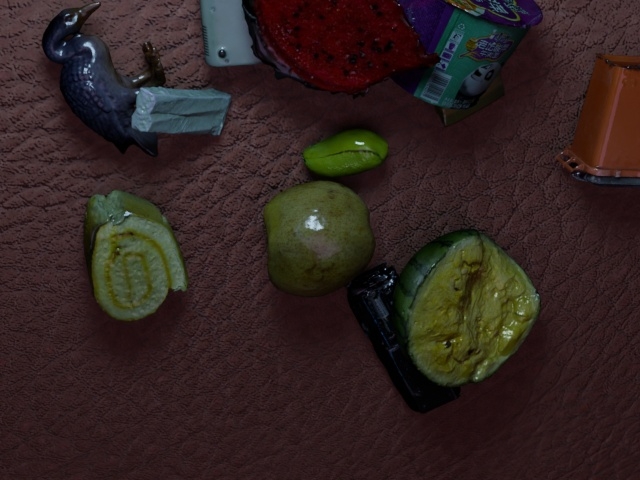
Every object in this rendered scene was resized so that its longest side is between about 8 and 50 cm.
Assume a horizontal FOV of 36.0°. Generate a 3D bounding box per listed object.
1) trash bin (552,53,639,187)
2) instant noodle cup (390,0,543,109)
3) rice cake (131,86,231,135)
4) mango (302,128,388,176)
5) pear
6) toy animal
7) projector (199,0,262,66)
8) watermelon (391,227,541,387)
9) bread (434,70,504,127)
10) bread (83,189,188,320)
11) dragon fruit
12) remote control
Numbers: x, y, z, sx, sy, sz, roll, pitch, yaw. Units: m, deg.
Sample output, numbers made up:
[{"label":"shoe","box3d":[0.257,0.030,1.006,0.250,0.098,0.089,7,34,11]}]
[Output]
[{"label":"trash bin","box3d":[0.557,-0.227,1.862,0.184,0.161,0.239,0,113,-8]},{"label":"instant noodle cup","box3d":[0.226,-0.354,1.696,0.251,0.251,0.190,15,126,-15]},{"label":"rice cake","box3d":[-0.243,-0.227,1.738,0.040,0.226,0.085,32,111,26]},{"label":"mango","box3d":[0.048,-0.169,1.871,0.165,0.074,0.091,-4,128,9]},{"label":"pear","box3d":[0.000,0.000,1.893,0.211,0.188,0.228,-3,121,3]},{"label":"toy animal","box3d":[-0.364,-0.273,1.727,0.185,0.122,0.298,-18,129,-9]},{"label":"projector","box3d":[-0.082,-0.408,1.689,0.250,0.108,0.198,-4,122,-6]},{"label":"watermelon","box3d":[0.267,0.126,1.996,0.330,0.189,0.331,-8,110,-23]},{"label":"bread","box3d":[0.284,-0.270,1.834,0.139,0.084,0.074,-13,120,-1]},{"label":"bread","box3d":[-0.363,0.020,1.901,0.186,0.124,0.257,-14,120,-7]},{"label":"dragon fruit","box3d":[0.001,-0.382,1.591,0.282,0.100,0.343,-21,124,27]},{"label":"remote control","box3d":[0.185,0.222,2.124,0.144,0.062,0.399,-27,120,8]}]
